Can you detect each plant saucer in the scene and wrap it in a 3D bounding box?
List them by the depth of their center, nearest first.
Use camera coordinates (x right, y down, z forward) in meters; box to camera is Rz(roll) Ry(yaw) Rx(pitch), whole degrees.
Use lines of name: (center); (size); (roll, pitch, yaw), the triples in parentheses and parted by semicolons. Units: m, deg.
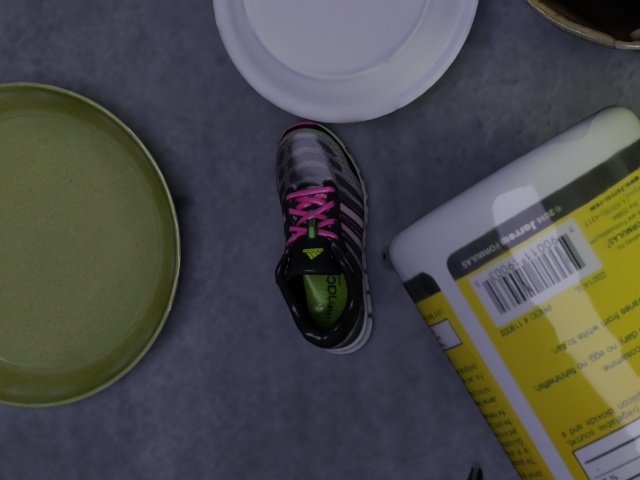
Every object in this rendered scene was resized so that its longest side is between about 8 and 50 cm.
plant saucer: (-0.214, 0.003, 1.219); (0.241, 0.037, 0.241); (1, 96, 12)

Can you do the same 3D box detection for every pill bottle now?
pill bottle: (0.203, 0.096, 1.058); (0.188, 0.188, 0.334); (-31, 88, 13)

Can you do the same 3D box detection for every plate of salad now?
plate of salad: (0.019, -0.181, 1.145); (0.200, 0.048, 0.200); (0, 90, 22)

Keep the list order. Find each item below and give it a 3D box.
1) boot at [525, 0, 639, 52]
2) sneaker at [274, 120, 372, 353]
boot: (0.237, -0.148, 1.037); (0.213, 0.165, 0.077); (11, 98, 13)
sneaker: (0.000, 0.000, 1.151); (0.063, 0.075, 0.170); (-7, 94, 13)
